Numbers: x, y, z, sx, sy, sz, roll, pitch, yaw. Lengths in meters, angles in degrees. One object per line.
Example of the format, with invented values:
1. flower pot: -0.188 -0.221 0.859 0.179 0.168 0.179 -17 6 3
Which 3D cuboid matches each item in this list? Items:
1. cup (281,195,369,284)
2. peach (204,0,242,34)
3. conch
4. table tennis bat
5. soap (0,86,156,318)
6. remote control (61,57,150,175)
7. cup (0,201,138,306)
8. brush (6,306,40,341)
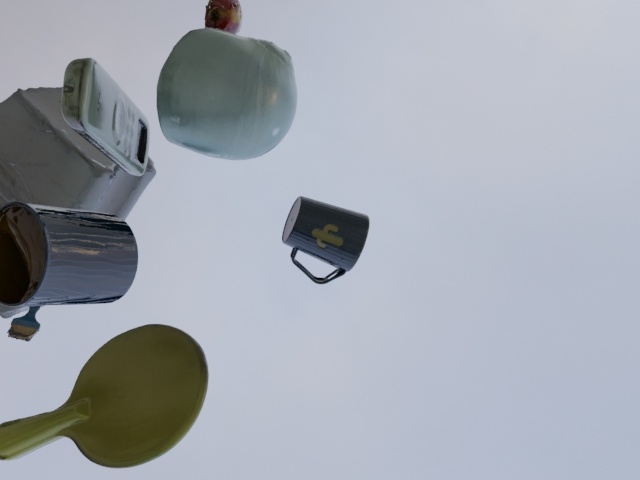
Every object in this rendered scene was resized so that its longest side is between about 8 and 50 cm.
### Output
1. cup: 0.000 0.000 2.158 0.155 0.176 0.131 22 -173 -13
2. peach: -0.140 -0.331 1.505 0.050 0.077 0.083 10 -168 2
3. conch: -0.118 -0.198 1.356 0.121 0.185 0.221 -21 -175 43
4. table tennis bat: -0.333 0.256 1.537 0.369 0.054 0.224 -22 -126 10
5. soap: -0.595 -0.093 2.110 0.350 0.435 0.213 46 -155 14
6. remote control: -0.265 -0.148 1.286 0.038 0.309 0.090 3 -99 4
7. cup: -0.304 0.019 1.161 0.150 0.113 0.138 -2 175 37
8. brush: -0.525 0.127 1.861 0.051 0.014 0.164 14 -146 -5
